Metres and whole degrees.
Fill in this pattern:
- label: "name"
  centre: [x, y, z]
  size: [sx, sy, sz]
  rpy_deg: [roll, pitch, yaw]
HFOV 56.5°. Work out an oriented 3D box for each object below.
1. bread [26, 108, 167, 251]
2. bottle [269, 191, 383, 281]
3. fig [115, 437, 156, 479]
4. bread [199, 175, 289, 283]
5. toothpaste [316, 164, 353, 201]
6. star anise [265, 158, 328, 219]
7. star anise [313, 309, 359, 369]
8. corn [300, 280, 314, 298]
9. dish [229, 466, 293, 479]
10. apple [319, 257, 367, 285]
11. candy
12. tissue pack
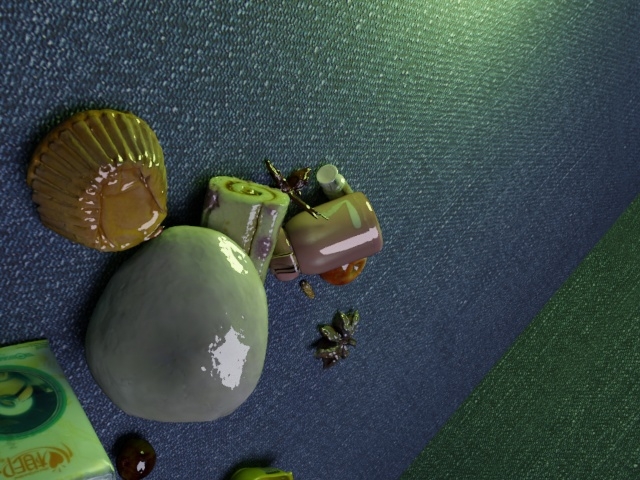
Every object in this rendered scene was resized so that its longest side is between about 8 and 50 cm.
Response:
- label: "bread"
  centre: [-0.400, -0.107, 1.114]
  size: [0.274, 0.149, 0.274]
  rpy_deg: [-33, 142, -30]
- label: "bottle"
  centre: [0.000, 0.000, 1.523]
  size: [0.296, 0.206, 0.173]
  rpy_deg: [-19, 106, -6]
- label: "fig"
  centre: [-0.486, 0.582, 1.599]
  size: [0.109, 0.103, 0.154]
  rpy_deg: [-47, 171, 3]
- label: "bread"
  centre: [-0.203, 0.030, 1.388]
  size: [0.187, 0.155, 0.338]
  rpy_deg: [15, 111, -5]
- label: "toothpaste"
  centre: [0.074, -0.100, 1.668]
  size: [0.100, 0.066, 0.323]
  rpy_deg: [-51, 146, -9]
- label: "star anise"
  centre: [-0.068, -0.106, 1.458]
  size: [0.140, 0.144, 0.158]
  rpy_deg: [-3, 122, -34]
- label: "star anise"
  centre: [0.052, 0.334, 1.966]
  size: [0.196, 0.073, 0.212]
  rpy_deg: [-24, 131, -35]
- label: "corn"
  centre: [-0.038, 0.146, 1.765]
  size: [0.027, 0.028, 0.083]
  rpy_deg: [-27, 139, 2]
- label: "dish"
  centre: [-0.232, 0.853, 2.047]
  size: [0.262, 0.108, 0.221]
  rpy_deg: [7, 113, -46]
- label: "apple"
  centre: [0.052, 0.042, 1.697]
  size: [0.163, 0.139, 0.163]
  rpy_deg: [-42, 154, -25]
- label: "candy"
  centre: [-0.296, 0.179, 1.259]
  size: [0.186, 0.386, 0.427]
  rpy_deg: [-89, -164, -87]
- label: "tissue pack"
  centre: [-0.588, 0.370, 1.091]
  size: [0.287, 0.388, 0.162]
  rpy_deg: [-7, 125, -42]
